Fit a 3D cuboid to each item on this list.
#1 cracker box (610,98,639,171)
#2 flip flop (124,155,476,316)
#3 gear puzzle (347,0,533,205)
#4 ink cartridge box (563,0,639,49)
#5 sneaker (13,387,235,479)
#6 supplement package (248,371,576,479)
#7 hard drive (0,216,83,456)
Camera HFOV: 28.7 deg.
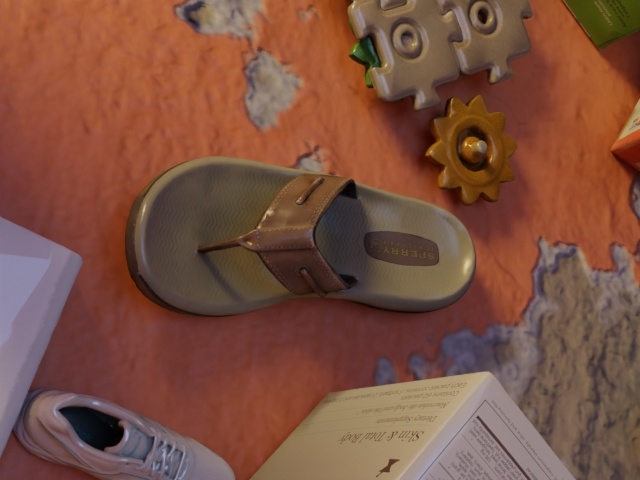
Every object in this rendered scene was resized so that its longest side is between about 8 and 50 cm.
[{"bbox_3d":[0.346,-0.162,1.011,0.067,0.156,0.232,33,77,-7],"label":"cracker box"},{"bbox_3d":[0.000,0.000,0.857,0.277,0.080,0.112,7,77,-28],"label":"flip flop"},{"bbox_3d":[0.078,-0.189,0.966,0.175,0.044,0.338,-23,94,-32],"label":"gear puzzle"},{"bbox_3d":[0.238,-0.323,1.046,0.189,0.097,0.255,-45,101,-28],"label":"ink cartridge box"},{"bbox_3d":[-0.115,0.135,0.779,0.152,0.061,0.053,26,67,-24],"label":"sneaker"},{"bbox_3d":[0.029,0.244,0.756,0.263,0.199,0.198,-45,102,-28],"label":"supplement package"},{"bbox_3d":[-0.284,0.106,0.703,0.203,0.040,0.307,28,69,-22],"label":"hard drive"}]
